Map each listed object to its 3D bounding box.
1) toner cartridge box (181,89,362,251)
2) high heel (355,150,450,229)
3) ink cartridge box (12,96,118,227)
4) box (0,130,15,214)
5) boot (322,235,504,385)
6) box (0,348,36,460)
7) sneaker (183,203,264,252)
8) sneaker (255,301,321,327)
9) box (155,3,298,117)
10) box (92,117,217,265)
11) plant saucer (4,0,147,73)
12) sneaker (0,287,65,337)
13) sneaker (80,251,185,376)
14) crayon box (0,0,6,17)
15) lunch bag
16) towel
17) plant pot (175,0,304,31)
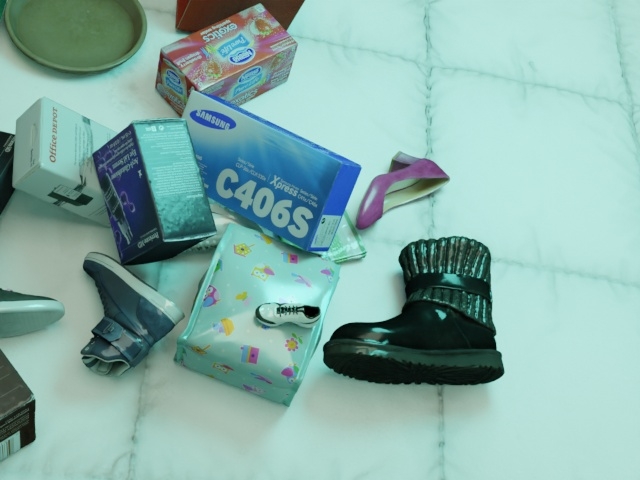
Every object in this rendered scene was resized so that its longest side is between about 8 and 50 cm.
[{"bbox_3d":[-0.109,-0.125,1.747,0.347,0.165,0.075,28,12,28],"label":"toner cartridge box"},{"bbox_3d":[0.157,-0.083,1.913,0.117,0.082,0.244,25,41,14],"label":"high heel"},{"bbox_3d":[-0.421,-0.133,1.719,0.208,0.087,0.153,27,45,-42],"label":"ink cartridge box"},{"bbox_3d":[-0.617,-0.094,1.639,0.184,0.103,0.261,12,33,-5],"label":"box"},{"bbox_3d":[0.157,0.115,1.747,0.348,0.131,0.260,7,62,-24],"label":"boot"},{"bbox_3d":[-0.542,0.231,1.455,0.168,0.167,0.203,-31,70,-30],"label":"box"},{"bbox_3d":[-0.218,-0.017,1.773,0.235,0.090,0.095,14,69,-3],"label":"sneaker"},{"bbox_3d":[-0.049,0.112,1.564,0.109,0.044,0.040,3,65,-20],"label":"sneaker"},{"bbox_3d":[-0.185,-0.346,1.964,0.257,0.123,0.128,-32,71,-31],"label":"box"},{"bbox_3d":[-0.276,-0.079,1.645,0.108,0.153,0.207,-9,79,-41],"label":"box"},{"bbox_3d":[-0.488,-0.432,1.988,0.277,0.041,0.278,7,56,-10],"label":"plant saucer"},{"bbox_3d":[-0.564,0.076,1.590,0.295,0.104,0.147,-3,60,-15],"label":"sneaker"},{"bbox_3d":[-0.354,0.123,1.630,0.226,0.086,0.163,31,73,33],"label":"sneaker"},{"bbox_3d":[-0.721,-0.401,1.854,0.203,0.083,0.323,4,56,0],"label":"crayon box"},{"bbox_3d":[-0.099,0.112,1.667,0.223,0.160,0.262,20,60,-1],"label":"lunch bag"},{"bbox_3d":[0.000,0.000,1.854,0.152,0.023,0.113,-13,60,-20],"label":"towel"},{"bbox_3d":[-0.144,-0.585,2.065,0.235,0.267,0.267,12,54,-22],"label":"plant pot"}]
